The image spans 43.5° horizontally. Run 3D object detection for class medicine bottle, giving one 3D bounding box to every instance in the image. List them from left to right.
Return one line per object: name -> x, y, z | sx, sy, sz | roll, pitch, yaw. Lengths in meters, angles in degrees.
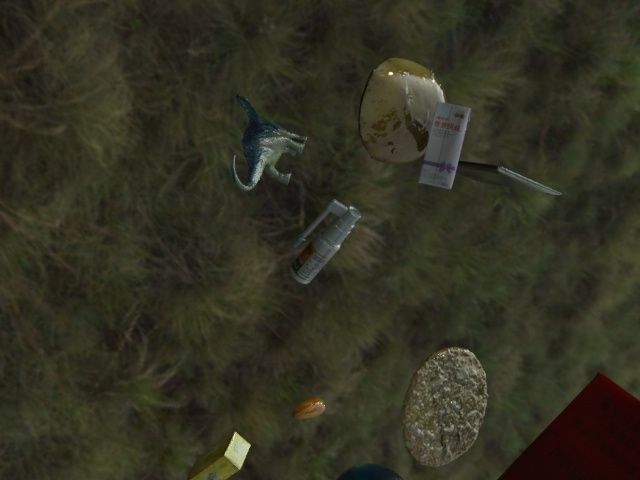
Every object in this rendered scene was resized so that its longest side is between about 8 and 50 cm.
medicine bottle -> 0.000, 0.000, 1.803 | 0.092, 0.061, 0.221 | 30, 121, -18

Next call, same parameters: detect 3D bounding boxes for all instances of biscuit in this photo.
biscuit -> 0.216, 0.287, 1.384 | 0.219, 0.033, 0.220 | -7, 101, -40

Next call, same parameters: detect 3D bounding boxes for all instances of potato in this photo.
potato -> 0.200, -0.273, 1.784 | 0.299, 0.116, 0.239 | 17, 97, -57

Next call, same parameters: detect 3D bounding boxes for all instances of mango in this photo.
mango -> -0.031, 0.421, 1.993 | 0.089, 0.046, 0.060 | -18, 163, -24

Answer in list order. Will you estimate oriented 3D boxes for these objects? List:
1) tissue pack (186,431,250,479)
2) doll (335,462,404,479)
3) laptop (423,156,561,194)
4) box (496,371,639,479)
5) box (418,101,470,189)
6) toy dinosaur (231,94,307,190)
tissue pack -> -0.274, 0.594, 2.130 | 0.176, 0.062, 0.095 | -39, -166, 29
doll -> 0.101, 0.579, 1.697 | 0.186, 0.199, 0.322 | -32, 168, 8
laptop -> 0.364, -0.139, 1.726 | 0.187, 0.269, 0.015 | 17, 91, -28
box -> 0.361, 0.359, 1.106 | 0.313, 0.197, 0.089 | -45, 124, -2
box -> 0.173, -0.131, 1.119 | 0.036, 0.050, 0.117 | -13, 118, -83
toy dinosaur -> -0.105, -0.181, 1.558 | 0.147, 0.363, 0.076 | 19, 123, -15
